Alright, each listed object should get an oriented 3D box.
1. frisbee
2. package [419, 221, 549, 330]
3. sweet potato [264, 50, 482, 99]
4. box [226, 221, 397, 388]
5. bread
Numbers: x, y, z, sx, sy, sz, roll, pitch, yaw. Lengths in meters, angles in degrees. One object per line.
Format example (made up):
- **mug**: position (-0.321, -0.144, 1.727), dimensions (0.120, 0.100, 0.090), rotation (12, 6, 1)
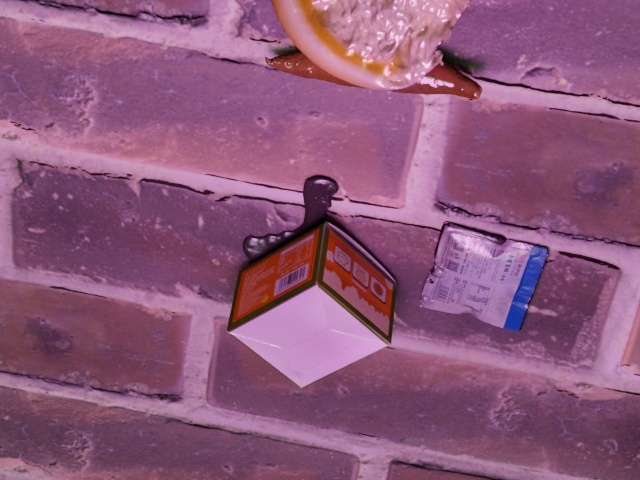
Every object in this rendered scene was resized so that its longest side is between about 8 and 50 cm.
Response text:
- **frisbee**: position (0.000, 0.000, 2.195), dimensions (0.187, 0.012, 0.211), rotation (33, 124, -14)
- **package**: position (0.256, 0.061, 2.187), dimensions (0.173, 0.027, 0.171), rotation (14, 123, -1)
- **sweet potato**: position (0.076, -0.249, 1.971), dimensions (0.314, 0.066, 0.072), rotation (9, 120, 7)
- **box**: position (-0.011, 0.101, 2.175), dimensions (0.195, 0.148, 0.177), rotation (-30, 124, 32)
- **bread**: position (0.123, -0.393, 1.731), dimensions (0.329, 0.245, 0.424), rotation (47, 127, 25)
